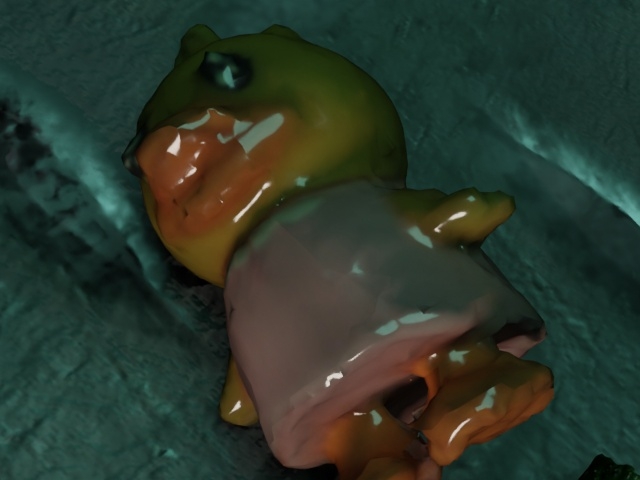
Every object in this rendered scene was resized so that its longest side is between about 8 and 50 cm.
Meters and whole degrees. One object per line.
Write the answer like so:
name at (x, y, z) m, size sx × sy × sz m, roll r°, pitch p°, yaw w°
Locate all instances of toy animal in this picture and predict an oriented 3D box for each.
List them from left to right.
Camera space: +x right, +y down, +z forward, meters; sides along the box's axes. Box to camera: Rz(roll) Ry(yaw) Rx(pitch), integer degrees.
toy animal at (0.001, -0.002, 0.825) m, size 0.281 × 0.195 × 0.169 m, roll 54°, pitch 22°, yaw 13°

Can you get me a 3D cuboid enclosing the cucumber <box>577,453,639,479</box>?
cucumber at (0.109, 0.185, 0.802) m, size 0.058 × 0.058 × 0.187 m, roll 40°, pitch 59°, yaw 10°
